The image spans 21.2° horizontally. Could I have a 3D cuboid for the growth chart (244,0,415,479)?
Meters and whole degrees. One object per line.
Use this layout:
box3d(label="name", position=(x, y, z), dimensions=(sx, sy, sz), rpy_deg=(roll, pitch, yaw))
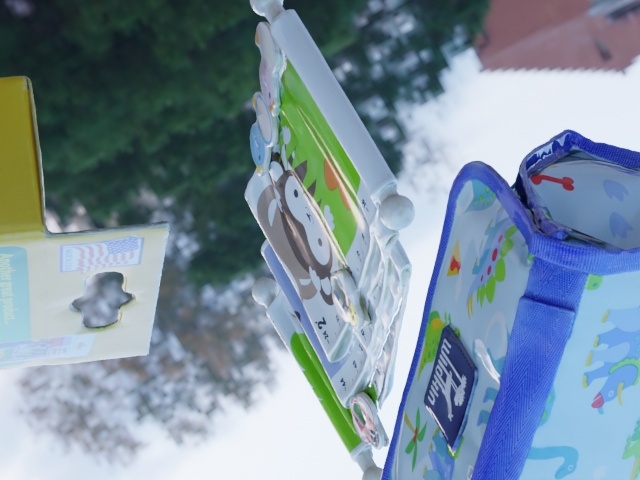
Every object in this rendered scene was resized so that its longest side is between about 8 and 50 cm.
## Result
box3d(label="growth chart", position=(0.000, 0.000, 0.866), dimensions=(0.021, 0.237, 0.172), rpy_deg=(-20, -128, -20))

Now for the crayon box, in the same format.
box3d(label="crayon box", position=(-0.242, 0.009, 0.812), dimensions=(0.323, 0.083, 0.203), rpy_deg=(-6, 160, -11))

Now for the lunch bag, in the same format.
box3d(label="lunch bag", position=(0.075, 0.043, 0.524), dimensions=(0.096, 0.129, 0.151), rpy_deg=(17, -162, 15))
